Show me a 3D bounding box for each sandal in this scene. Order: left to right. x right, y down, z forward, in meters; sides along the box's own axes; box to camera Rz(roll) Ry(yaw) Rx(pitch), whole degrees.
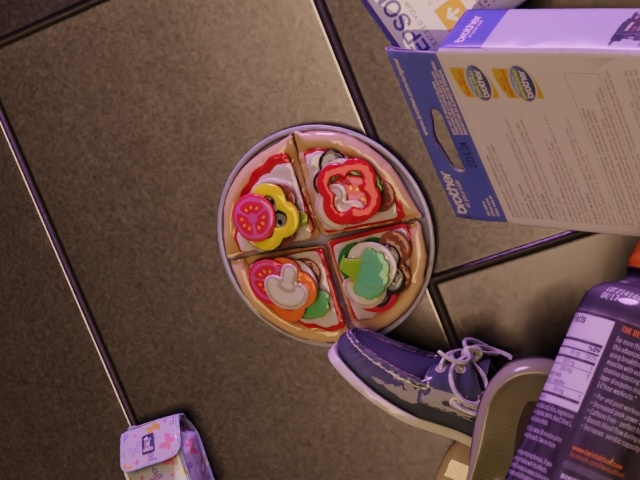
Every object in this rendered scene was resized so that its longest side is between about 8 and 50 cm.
[{"bbox_3d":[0.159,0.244,1.182,0.120,0.086,0.302,0,102,2],"label":"sandal"}]

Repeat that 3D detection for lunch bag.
[{"bbox_3d":[-0.147,0.209,1.399,0.071,0.053,0.083,-18,89,22],"label":"lunch bag"}]

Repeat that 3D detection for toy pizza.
[{"bbox_3d":[0.000,0.000,1.297,0.201,0.032,0.201,5,106,18],"label":"toy pizza"}]

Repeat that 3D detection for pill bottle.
[{"bbox_3d":[0.229,0.119,1.091,0.130,0.130,0.245,23,86,12],"label":"pill bottle"}]

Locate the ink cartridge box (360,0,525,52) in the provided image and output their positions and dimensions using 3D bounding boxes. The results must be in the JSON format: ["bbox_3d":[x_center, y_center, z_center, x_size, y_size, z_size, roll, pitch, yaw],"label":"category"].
[{"bbox_3d":[0.114,-0.351,1.136,0.330,0.071,0.324,-33,94,25],"label":"ink cartridge box"}]

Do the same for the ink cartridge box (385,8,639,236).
[{"bbox_3d":[0.213,-0.085,1.106,0.311,0.065,0.185,5,137,37],"label":"ink cartridge box"}]

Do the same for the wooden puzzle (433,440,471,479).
[{"bbox_3d":[0.202,0.384,1.306,0.322,0.080,0.347,24,111,13],"label":"wooden puzzle"}]

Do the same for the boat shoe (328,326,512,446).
[{"bbox_3d":[0.130,0.131,1.252,0.254,0.095,0.079,29,114,9],"label":"boat shoe"}]
